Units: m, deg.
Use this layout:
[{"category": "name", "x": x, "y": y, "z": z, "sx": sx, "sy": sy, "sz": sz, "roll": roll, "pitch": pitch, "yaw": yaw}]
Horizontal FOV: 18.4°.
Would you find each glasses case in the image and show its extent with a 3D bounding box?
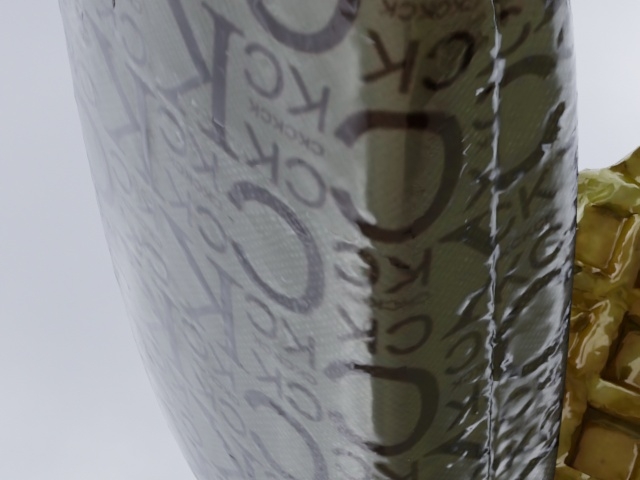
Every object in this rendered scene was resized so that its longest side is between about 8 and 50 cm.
[{"category": "glasses case", "x": 0.000, "y": 0.000, "z": 0.517, "sx": 0.085, "sy": 0.137, "sz": 0.354, "roll": -34, "pitch": -33, "yaw": -21}]

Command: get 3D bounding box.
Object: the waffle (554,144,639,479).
[{"category": "waffle", "x": 0.169, "y": 0.108, "z": 0.845, "sx": 0.312, "sy": 0.307, "sz": 0.060, "roll": -32, "pitch": -23, "yaw": -7}]
